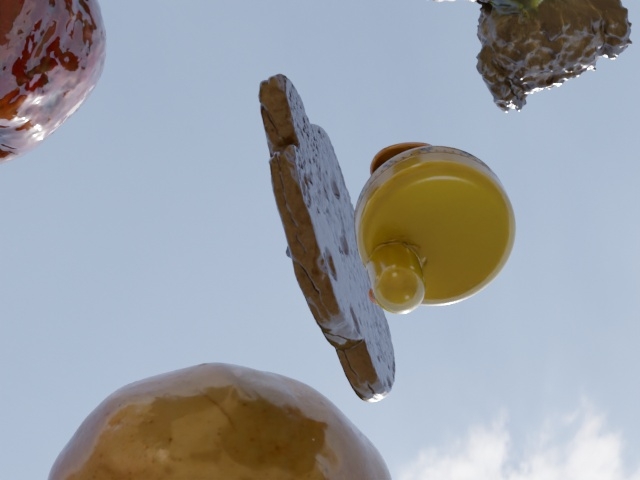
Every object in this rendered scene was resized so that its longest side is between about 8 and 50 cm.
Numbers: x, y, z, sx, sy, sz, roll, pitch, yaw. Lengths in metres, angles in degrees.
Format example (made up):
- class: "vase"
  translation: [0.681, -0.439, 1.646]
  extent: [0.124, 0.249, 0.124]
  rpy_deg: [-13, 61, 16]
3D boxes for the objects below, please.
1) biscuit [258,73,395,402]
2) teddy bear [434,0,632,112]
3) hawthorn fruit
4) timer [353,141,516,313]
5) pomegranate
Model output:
- class: "biscuit"
  translation: [0.000, 0.000, 1.262]
  extent: [0.041, 0.208, 0.290]
  rpy_deg: [-18, -79, 11]
- class: "teddy bear"
  translation: [0.204, -0.318, 1.548]
  extent: [0.246, 0.222, 0.296]
  rpy_deg: [-19, -126, 3]
- class: "hawthorn fruit"
  translation: [-0.306, -0.186, 1.230]
  extent: [0.258, 0.262, 0.258]
  rpy_deg: [-4, -132, 5]
- class: "timer"
  translation: [0.073, -0.004, 0.961]
  extent: [0.107, 0.109, 0.107]
  rpy_deg: [-2, -63, -4]
- class: "pomegranate"
  translation: [-0.097, 0.262, 1.402]
  extent: [0.338, 0.338, 0.338]
  rpy_deg: [-2, -107, 6]
